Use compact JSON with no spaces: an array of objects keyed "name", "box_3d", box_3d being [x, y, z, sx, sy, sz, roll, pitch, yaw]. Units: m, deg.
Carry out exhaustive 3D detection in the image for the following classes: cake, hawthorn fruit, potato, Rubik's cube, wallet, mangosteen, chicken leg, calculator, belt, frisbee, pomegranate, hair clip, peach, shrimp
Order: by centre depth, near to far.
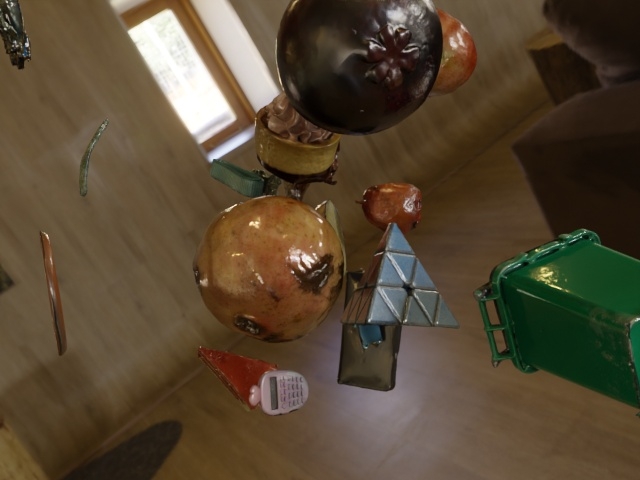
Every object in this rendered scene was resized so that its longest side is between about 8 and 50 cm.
[{"name":"mangosteen","box_3d":[0.054,-0.348,1.222,0.307,0.306,0.347,-34,29,-11]},{"name":"frisbee","box_3d":[-0.530,0.104,1.332,0.021,0.250,0.251,-10,7,-23]},{"name":"pomegranate","box_3d":[-0.103,0.059,1.364,0.322,0.322,0.322,-28,16,9]},{"name":"cake","box_3d":[-0.039,-0.249,1.479,0.185,0.208,0.178,-42,-15,-44]},{"name":"calculator","box_3d":[-0.096,0.351,1.555,0.166,0.103,0.024,4,-12,-37]},{"name":"belt","box_3d":[-0.191,-0.153,1.633,0.179,0.065,0.100,30,24,33]},{"name":"Rubik's cube","box_3d":[0.166,0.141,1.634,0.233,0.228,0.229,-32,44,-10]},{"name":"shrimp","box_3d":[-0.840,-0.556,1.680,0.054,0.290,0.222,4,30,35]},{"name":"peach","box_3d":[0.283,-0.481,1.741,0.233,0.232,0.256,-25,10,21]},{"name":"hair clip","box_3d":[-0.629,-0.231,1.845,0.066,0.036,0.229,-10,64,54]},{"name":"potato","box_3d":[0.000,0.000,1.980,0.116,0.238,0.299,-3,-4,9]},{"name":"hawthorn fruit","box_3d":[0.213,-0.093,1.982,0.179,0.173,0.174,2,-5,-34]},{"name":"calculator","box_3d":[0.142,0.254,2.028,0.094,0.141,0.019,-18,13,-20]},{"name":"wallet","box_3d":[0.158,0.281,2.105,0.197,0.377,0.051,4,1,24]},{"name":"chicken leg","box_3d":[-0.038,-0.210,2.143,0.322,0.177,0.083,-44,-14,27]},{"name":"cake","box_3d":[-0.284,0.449,2.149,0.158,0.262,0.159,124,159,-68]}]

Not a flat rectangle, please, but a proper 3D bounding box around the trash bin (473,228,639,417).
[{"name":"trash bin","box_3d":[0.509,0.152,1.261,0.295,0.259,0.381,-22,15,-13]}]
